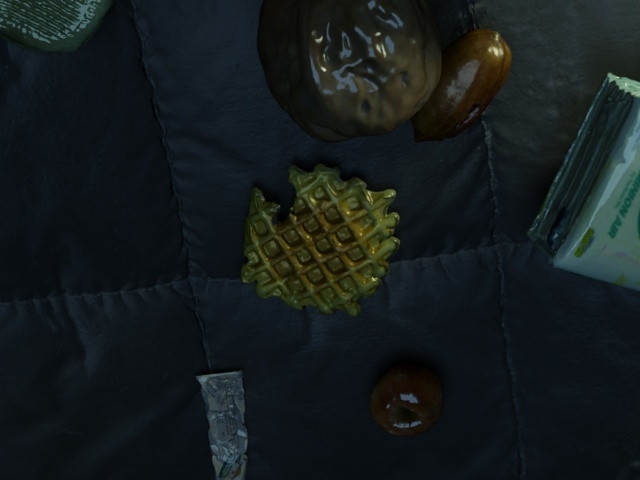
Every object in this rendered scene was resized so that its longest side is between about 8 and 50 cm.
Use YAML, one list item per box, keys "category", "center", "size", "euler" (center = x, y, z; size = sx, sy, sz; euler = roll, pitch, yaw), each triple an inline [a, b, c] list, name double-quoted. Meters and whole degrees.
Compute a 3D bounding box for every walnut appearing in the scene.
- category: "walnut"
  center: [0.202, -0.223, 1.945]
  size: [0.115, 0.116, 0.207]
  euler: [33, 112, -10]
- category: "walnut"
  center: [0.037, -0.274, 1.868]
  size: [0.227, 0.273, 0.273]
  euler: [-24, 118, -31]

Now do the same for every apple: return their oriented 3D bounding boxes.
- category: "apple"
  center: [0.142, 0.261, 2.178]
  size: [0.126, 0.102, 0.126]
  euler: [1, 120, 2]

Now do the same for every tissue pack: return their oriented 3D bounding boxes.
- category: "tissue pack"
  center: [0.543, -0.054, 1.927]
  size: [0.388, 0.162, 0.287]
  euler: [16, 114, -17]

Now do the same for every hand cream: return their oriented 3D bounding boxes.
- category: "hand cream"
  center: [-0.162, 0.341, 2.272]
  size: [0.084, 0.050, 0.257]
  euler: [-3, 108, 4]

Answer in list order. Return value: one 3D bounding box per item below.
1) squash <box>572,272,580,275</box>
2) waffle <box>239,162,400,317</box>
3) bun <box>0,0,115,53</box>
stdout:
- category: "squash"
  center: [0.413, -0.061, 2.025]
  size: [0.069, 0.069, 0.258]
  euler: [9, 115, 1]
- category: "waffle"
  center: [0.000, 0.001, 2.097]
  size: [0.249, 0.056, 0.261]
  euler: [13, 113, -1]
- category: "bun"
  center: [-0.402, -0.376, 1.929]
  size: [0.221, 0.108, 0.221]
  euler: [1, 107, 3]
